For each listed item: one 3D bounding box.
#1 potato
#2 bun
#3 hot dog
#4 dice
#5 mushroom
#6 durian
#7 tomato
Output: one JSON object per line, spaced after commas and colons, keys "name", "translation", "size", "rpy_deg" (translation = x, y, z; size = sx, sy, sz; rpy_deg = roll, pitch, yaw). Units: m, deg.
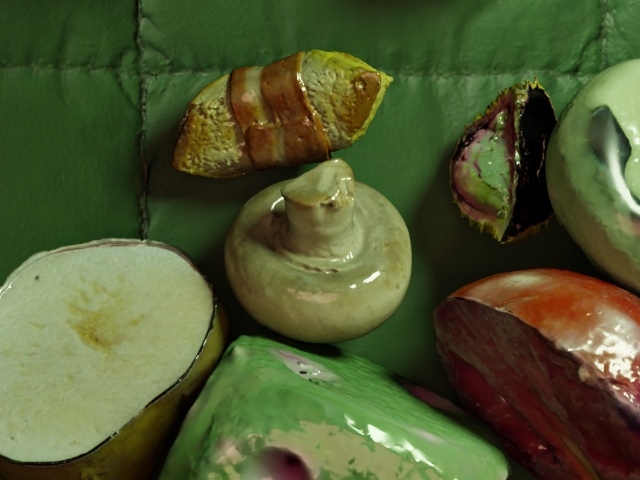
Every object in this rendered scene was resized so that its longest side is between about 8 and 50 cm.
{"name": "potato", "translation": [-0.243, 0.150, 1.880], "size": [0.246, 0.196, 0.300], "rpy_deg": [40, 69, 21]}
{"name": "bun", "translation": [0.355, -0.048, 1.839], "size": [0.283, 0.179, 0.283], "rpy_deg": [10, 61, -19]}
{"name": "hot dog", "translation": [-0.039, -0.140, 1.887], "size": [0.261, 0.093, 0.123], "rpy_deg": [-9, 104, 18]}
{"name": "dice", "translation": [-0.006, 0.294, 1.806], "size": [0.330, 0.318, 0.322], "rpy_deg": [25, 97, 1]}
{"name": "mushroom", "translation": [0.000, 0.000, 1.834], "size": [0.204, 0.204, 0.204], "rpy_deg": [0, 95, 2]}
{"name": "durian", "translation": [0.198, -0.082, 1.896], "size": [0.108, 0.119, 0.186], "rpy_deg": [0, 82, 39]}
{"name": "tomato", "translation": [0.281, 0.126, 1.797], "size": [0.176, 0.335, 0.289], "rpy_deg": [-44, 110, -19]}
